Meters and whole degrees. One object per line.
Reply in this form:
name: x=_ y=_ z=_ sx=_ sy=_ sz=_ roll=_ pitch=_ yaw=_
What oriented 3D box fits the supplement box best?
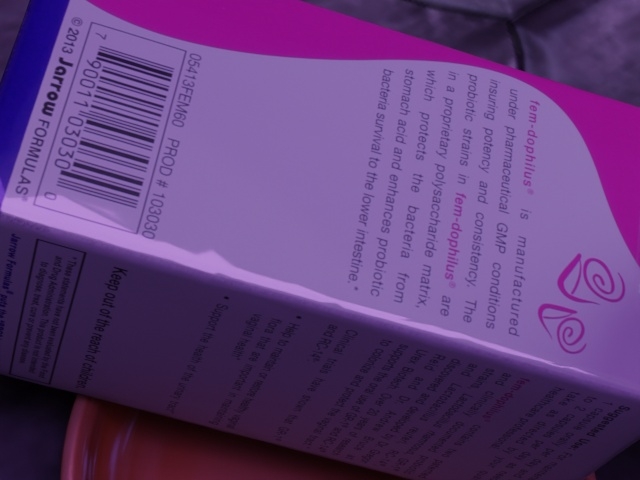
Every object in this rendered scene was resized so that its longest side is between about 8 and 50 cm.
supplement box: x=0.000 y=0.000 z=0.454 sx=0.220 sy=0.114 sz=0.111 roll=16 pitch=58 yaw=-8

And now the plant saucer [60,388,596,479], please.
plant saucer: x=0.005 y=0.095 z=0.492 sx=0.200 sy=0.037 sz=0.200 roll=8 pitch=60 yaw=-14
